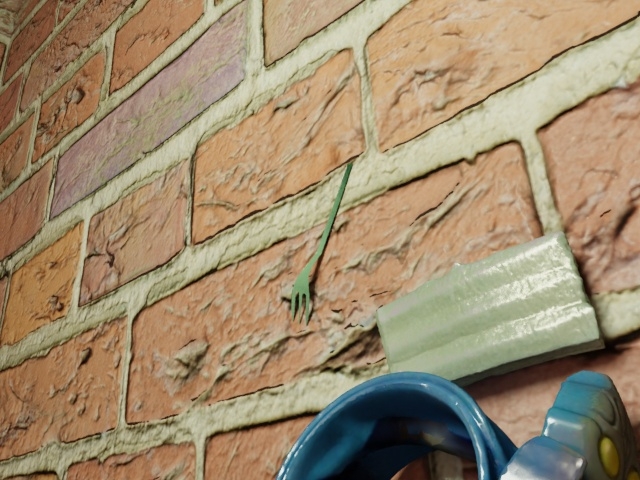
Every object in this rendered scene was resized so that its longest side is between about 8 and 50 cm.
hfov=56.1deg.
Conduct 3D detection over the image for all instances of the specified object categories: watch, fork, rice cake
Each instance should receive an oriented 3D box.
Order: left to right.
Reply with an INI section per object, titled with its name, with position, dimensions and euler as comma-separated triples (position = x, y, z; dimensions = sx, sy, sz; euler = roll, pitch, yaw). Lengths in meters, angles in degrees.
[fork]
position = -0.001, 0.000, 0.830
dimensions = 0.039, 0.021, 0.235
euler = 12, 82, 43
[watch]
position = 0.101, 0.217, 0.511
dimensions = 0.274, 0.241, 0.305
euler = 5, 52, 55
[rice cake]
position = 0.160, 0.085, 0.623
dimensions = 0.237, 0.043, 0.127
euler = -30, 53, 32

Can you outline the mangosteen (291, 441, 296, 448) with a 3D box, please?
[mangosteen]
position = 0.003, 0.251, 0.682
dimensions = 0.081, 0.081, 0.081
euler = -19, 61, 38
